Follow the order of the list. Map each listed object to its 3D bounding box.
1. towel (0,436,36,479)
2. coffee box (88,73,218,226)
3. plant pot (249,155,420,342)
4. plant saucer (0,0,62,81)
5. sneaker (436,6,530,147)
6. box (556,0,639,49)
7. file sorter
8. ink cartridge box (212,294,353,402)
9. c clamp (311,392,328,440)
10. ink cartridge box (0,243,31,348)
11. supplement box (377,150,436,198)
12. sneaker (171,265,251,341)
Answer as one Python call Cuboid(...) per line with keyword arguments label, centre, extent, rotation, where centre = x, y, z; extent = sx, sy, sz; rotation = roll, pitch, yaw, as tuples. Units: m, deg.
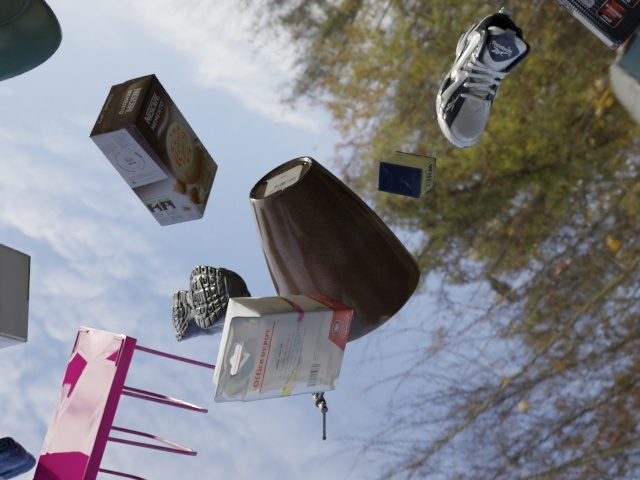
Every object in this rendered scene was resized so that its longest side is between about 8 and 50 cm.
Cuboid(label="towel", centre=(-0.487, 0.341, 1.388), extent=(0.067, 0.119, 0.029), rotation=(-21, -119, -9))
Cuboid(label="coffee box", centre=(-0.299, -0.161, 1.645), extent=(0.246, 0.098, 0.141), rotation=(57, -148, -43))
Cuboid(label="plant pot", centre=(0.000, 0.000, 1.311), extent=(0.230, 0.215, 0.215), rotation=(58, -170, -25))
Cuboid(label="plant saucer", centre=(-0.437, -0.245, 0.946), extent=(0.318, 0.043, 0.317), rotation=(8, -146, -5))
Cuboid(label="sneaker", centre=(0.270, -0.277, 1.462), extent=(0.094, 0.235, 0.153), rotation=(25, 158, -7))
Cuboid(label="box", centre=(0.287, -0.370, 0.939), extent=(0.270, 0.216, 0.060), rotation=(43, -165, 4))
Cuboid(label="file sorter", centre=(-0.296, 0.300, 1.370), extent=(0.182, 0.290, 0.202), rotation=(21, 168, -32))
Cuboid(label="ink cartridge box", centre=(-0.060, 0.132, 1.113), extent=(0.198, 0.115, 0.067), rotation=(2, -165, -44))
Cuboid(label="c clamp", centre=(-0.017, 0.204, 1.381), extent=(0.022, 0.137, 0.160), rotation=(-4, -150, -18))
Cuboid(label="ink cartridge box", centre=(-0.767, 0.139, 1.918), extent=(0.117, 0.278, 0.201), rotation=(33, -133, -57))
Cuboid(label="supplement box", centre=(0.160, -0.123, 1.657), extent=(0.083, 0.056, 0.083), rotation=(13, -154, 23))
Cuboid(label="sneaker", centre=(-0.167, 0.104, 1.535), extent=(0.130, 0.286, 0.109), rotation=(-3, -101, -24))
